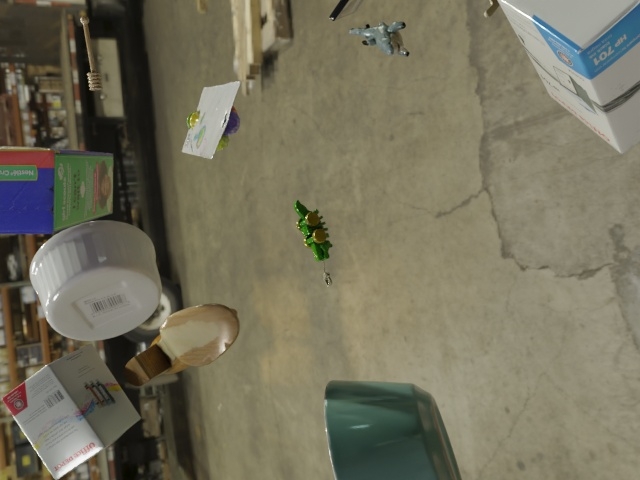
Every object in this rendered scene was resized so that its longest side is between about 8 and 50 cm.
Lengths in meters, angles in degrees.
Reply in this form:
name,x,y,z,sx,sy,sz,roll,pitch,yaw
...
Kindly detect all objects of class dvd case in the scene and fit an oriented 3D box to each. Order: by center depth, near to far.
name,x,y,z,sx,sy,sz,roll,pitch,yaw
dvd case,0.114,-0.714,1.691,0.180,0.022,0.253,-49,4,30

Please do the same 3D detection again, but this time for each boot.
name,x,y,z,sx,sy,sz,roll,pitch,yaw
boot,-0.209,0.162,1.098,0.295,0.211,0.104,-32,89,30

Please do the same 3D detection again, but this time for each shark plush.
name,x,y,z,sx,sy,sz,roll,pitch,yaw
shark plush,0.115,-0.424,1.229,0.161,0.067,0.073,43,158,31

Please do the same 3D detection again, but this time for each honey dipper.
name,x,y,z,sx,sy,sz,roll,pitch,yaw
honey dipper,-0.516,-0.421,1.338,0.030,0.030,0.161,12,110,64

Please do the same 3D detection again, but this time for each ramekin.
name,x,y,z,sx,sy,sz,roll,pitch,yaw
ramekin,-0.495,0.101,1.343,0.135,0.277,0.277,58,145,36

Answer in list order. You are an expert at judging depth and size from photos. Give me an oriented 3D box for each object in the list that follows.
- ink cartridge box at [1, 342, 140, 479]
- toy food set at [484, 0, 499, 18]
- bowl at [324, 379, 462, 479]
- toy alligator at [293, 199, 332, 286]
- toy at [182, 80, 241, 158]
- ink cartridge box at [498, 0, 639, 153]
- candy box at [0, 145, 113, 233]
name,x,y,z,sx,sy,sz,roll,pitch,yaw
ink cartridge box,-0.443,0.304,1.070,0.176,0.128,0.127,57,-166,1
toy food set,0.278,-0.510,1.095,0.192,0.132,0.038,44,139,-11
bowl,0.134,0.360,0.976,0.311,0.163,0.312,-19,-90,-82
toy alligator,0.000,0.000,1.230,0.056,0.051,0.190,-28,84,60
toy,-0.187,-0.212,1.086,0.237,0.056,0.137,23,93,60
ink cartridge box,0.290,-0.201,0.639,0.082,0.190,0.140,-41,47,13
candy box,-0.489,-0.084,0.908,0.317,0.268,0.122,-123,34,-79
